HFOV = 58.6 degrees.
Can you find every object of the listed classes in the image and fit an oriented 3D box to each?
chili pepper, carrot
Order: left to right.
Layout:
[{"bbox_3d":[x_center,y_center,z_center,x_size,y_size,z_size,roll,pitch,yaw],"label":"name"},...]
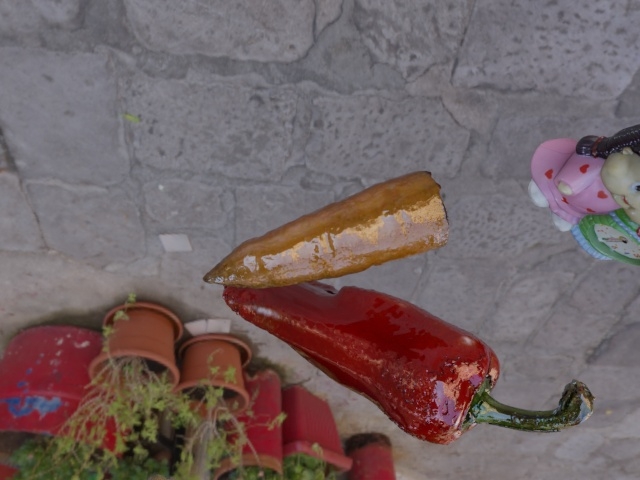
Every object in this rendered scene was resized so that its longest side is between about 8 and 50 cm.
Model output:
[{"bbox_3d":[0.000,0.000,0.476,0.204,0.072,0.072,-16,139,-5],"label":"carrot"},{"bbox_3d":[0.048,0.100,0.543,0.387,0.110,0.110,22,152,36],"label":"chili pepper"}]

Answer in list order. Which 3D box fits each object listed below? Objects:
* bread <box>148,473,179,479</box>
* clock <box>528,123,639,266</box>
[{"bbox_3d":[-0.168,0.592,0.844,0.394,0.250,0.361,21,120,21],"label":"bread"},{"bbox_3d":[0.353,-0.046,0.623,0.194,0.100,0.195,42,169,-12],"label":"clock"}]
